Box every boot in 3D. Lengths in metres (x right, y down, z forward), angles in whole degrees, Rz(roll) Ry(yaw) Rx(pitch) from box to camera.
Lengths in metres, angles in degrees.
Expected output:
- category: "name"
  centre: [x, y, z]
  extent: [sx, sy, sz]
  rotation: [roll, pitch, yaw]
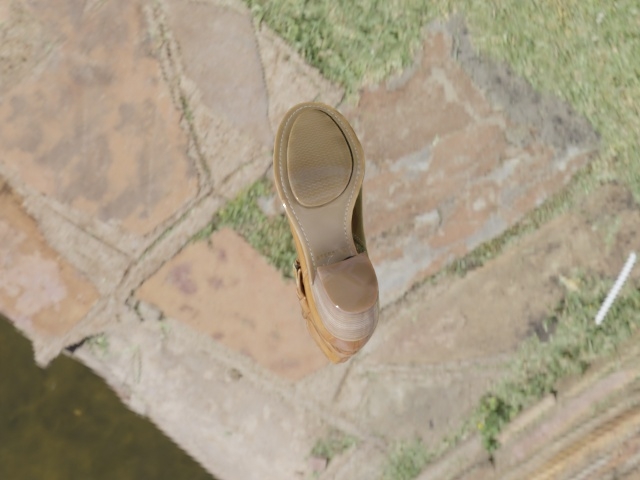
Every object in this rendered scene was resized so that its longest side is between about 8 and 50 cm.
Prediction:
- category: "boot"
  centre: [0.000, 0.000, 0.962]
  extent: [0.073, 0.197, 0.152]
  rotation: [-7, 159, -7]
